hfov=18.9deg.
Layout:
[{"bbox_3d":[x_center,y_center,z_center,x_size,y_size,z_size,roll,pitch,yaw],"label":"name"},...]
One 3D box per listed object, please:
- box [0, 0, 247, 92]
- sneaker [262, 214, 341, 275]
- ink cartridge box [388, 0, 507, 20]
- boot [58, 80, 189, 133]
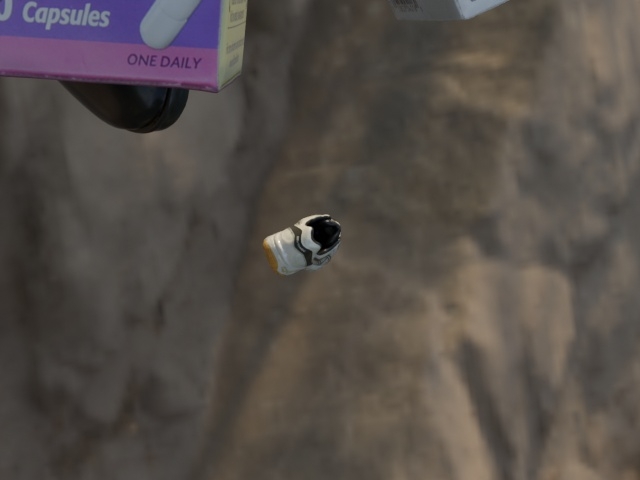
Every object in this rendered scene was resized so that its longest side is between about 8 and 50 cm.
[{"bbox_3d":[-0.131,-0.186,0.739,0.117,0.213,0.243,-78,173,-83],"label":"box"},{"bbox_3d":[0.000,0.000,1.111,0.032,0.037,0.083,64,25,-2],"label":"sneaker"},{"bbox_3d":[0.077,-0.104,0.604,0.029,0.115,0.063,65,-12,-13],"label":"ink cartridge box"},{"bbox_3d":[-0.230,-0.155,1.289,0.207,0.094,0.246,-17,62,-46],"label":"boot"}]
